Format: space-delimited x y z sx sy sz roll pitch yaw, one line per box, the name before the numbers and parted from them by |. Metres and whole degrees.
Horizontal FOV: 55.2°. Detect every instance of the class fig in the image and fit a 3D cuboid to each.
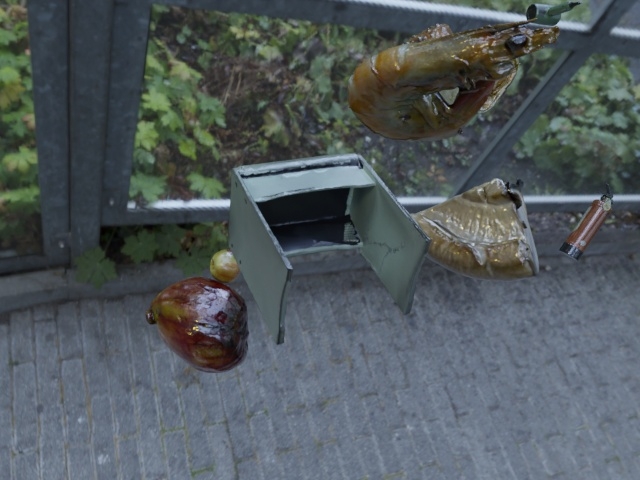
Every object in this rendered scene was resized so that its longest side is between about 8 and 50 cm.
fig | -0.279 0.197 1.475 0.263 0.224 0.224 41 53 8

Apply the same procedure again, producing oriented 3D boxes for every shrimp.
shrimp | 0.161 -0.188 0.763 0.152 0.287 0.063 52 49 -33

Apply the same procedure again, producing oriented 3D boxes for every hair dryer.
hair dryer | 0.546 -0.528 1.408 0.071 0.150 0.048 -2 101 -17

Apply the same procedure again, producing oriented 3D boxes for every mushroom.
mushroom | 0.444 0.001 1.878 0.224 0.397 0.314 13 64 -61

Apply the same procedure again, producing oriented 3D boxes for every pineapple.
pineapple | 0.242 -0.473 1.670 0.158 0.278 0.158 49 31 -44

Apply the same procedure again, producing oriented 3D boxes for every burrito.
burrito | 0.312 -0.355 1.435 0.105 0.299 0.143 40 65 -30

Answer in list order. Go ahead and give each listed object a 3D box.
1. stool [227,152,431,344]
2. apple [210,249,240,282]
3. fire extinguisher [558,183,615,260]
stool | 0.000 0.000 1.024 0.243 0.170 0.270 -11 43 -23
apple | -0.229 0.061 1.468 0.071 0.084 0.084 13 53 -30
fire extinguisher | 0.603 -0.041 1.371 0.062 0.177 0.050 29 6 -25
